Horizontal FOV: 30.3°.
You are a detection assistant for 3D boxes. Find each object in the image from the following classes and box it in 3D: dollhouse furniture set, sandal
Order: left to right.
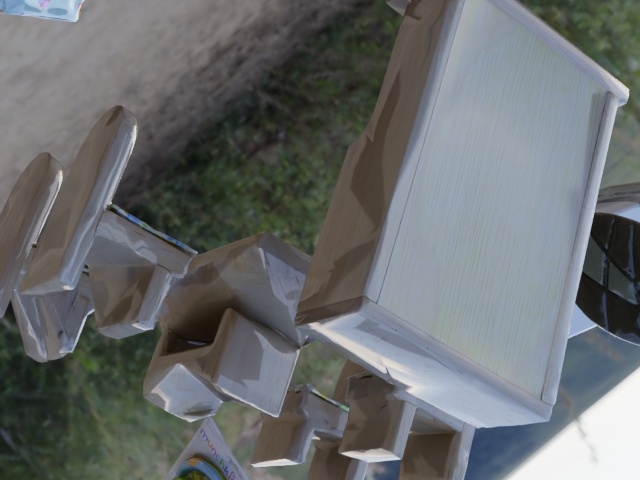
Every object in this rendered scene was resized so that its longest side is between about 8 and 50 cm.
[{"bbox_3d":[0.000,0.000,0.880,0.394,0.362,0.256,-18,-133,53],"label":"dollhouse furniture set"},{"bbox_3d":[0.287,0.044,0.920,0.060,0.219,0.090,-65,174,-78],"label":"sandal"}]

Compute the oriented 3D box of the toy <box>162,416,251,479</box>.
[{"bbox_3d":[-0.151,0.322,1.373,0.056,0.137,0.237,-20,155,-38],"label":"toy"}]

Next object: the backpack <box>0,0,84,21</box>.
[{"bbox_3d":[-0.277,-0.282,1.045,0.144,0.188,0.166,-56,165,21],"label":"backpack"}]

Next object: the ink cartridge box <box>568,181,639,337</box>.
[{"bbox_3d":[0.325,0.018,1.436,0.289,0.121,0.211,-19,-174,-25],"label":"ink cartridge box"}]
